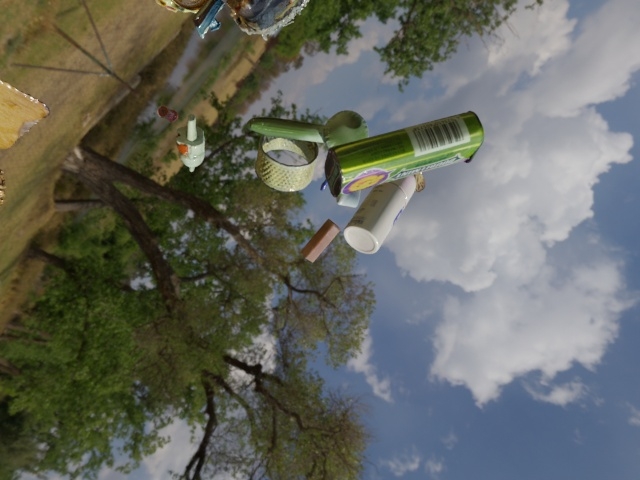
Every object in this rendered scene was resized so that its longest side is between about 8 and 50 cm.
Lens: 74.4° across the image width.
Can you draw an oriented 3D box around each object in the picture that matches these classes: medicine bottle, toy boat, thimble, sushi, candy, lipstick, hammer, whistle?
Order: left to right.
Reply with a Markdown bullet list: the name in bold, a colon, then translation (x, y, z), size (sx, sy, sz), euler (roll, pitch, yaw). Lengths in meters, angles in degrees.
- **whistle**: translation (-0.451, -0.337, 1.469), size (0.105, 0.102, 0.253), euler (-28, 164, -28)
- **toy boat**: translation (-0.297, -0.598, 1.136), size (0.060, 0.061, 0.137), euler (-4, -128, 34)
- **sushi**: translation (-0.105, -0.789, 1.272), size (0.417, 0.176, 0.417), euler (-32, -167, 8)
- **thimble**: translation (-0.144, -0.357, 1.819), size (0.150, 0.270, 0.271), euler (110, -1, -51)
- **hammer**: translation (-0.037, -0.286, 1.135), size (0.206, 0.335, 0.119), euler (10, 88, -85)
- **lipstick**: translation (0.000, 0.000, 1.375), size (0.145, 0.045, 0.045), euler (-50, -134, 5)
- **candy**: translation (0.147, -0.248, 2.203), size (0.071, 0.174, 0.138), euler (12, -85, 36)
- **medicine bottle**: translation (0.212, -0.118, 1.420), size (0.130, 0.130, 0.341), euler (-19, -150, 54)

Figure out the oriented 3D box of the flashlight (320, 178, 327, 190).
- **flashlight**: translation (0.031, -0.325, 2.320), size (0.121, 0.035, 0.057), euler (-55, -170, 35)

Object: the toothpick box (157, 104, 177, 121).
- **toothpick box**: translation (-0.568, -0.472, 1.572), size (0.047, 0.047, 0.083), euler (-49, 179, 7)

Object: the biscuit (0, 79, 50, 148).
- **biscuit**: translation (-0.711, -0.280, 0.841), size (0.231, 0.236, 0.013), euler (-18, -120, 30)

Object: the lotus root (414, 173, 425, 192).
- **lotus root**: translation (0.442, -0.288, 2.069), size (0.135, 0.159, 0.096), euler (12, -108, 46)

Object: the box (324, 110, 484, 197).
- **box**: translation (0.187, -0.190, 0.945), size (0.345, 0.097, 0.134), euler (-17, 166, -12)

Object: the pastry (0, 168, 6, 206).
- **pastry**: translation (-0.907, -0.089, 1.007), size (0.254, 0.162, 0.311), euler (-21, -150, 15)

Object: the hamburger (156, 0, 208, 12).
- **hamburger**: translation (-0.547, -1.017, 1.603), size (0.212, 0.274, 0.275), euler (33, -95, 38)
